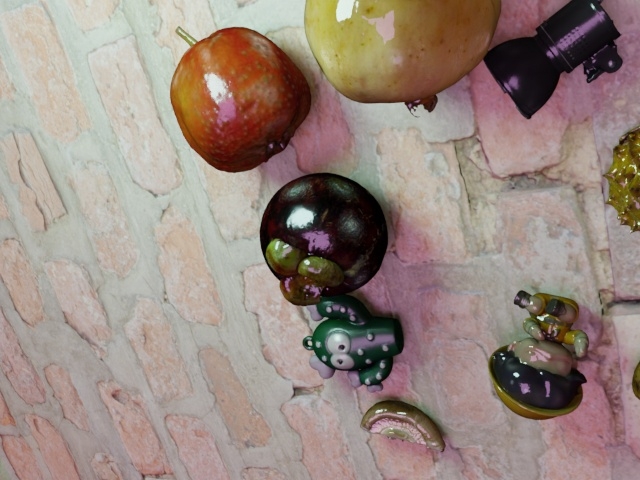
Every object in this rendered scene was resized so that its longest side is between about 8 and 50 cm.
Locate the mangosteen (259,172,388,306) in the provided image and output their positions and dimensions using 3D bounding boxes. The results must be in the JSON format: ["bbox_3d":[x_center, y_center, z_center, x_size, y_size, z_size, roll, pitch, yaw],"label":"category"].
[{"bbox_3d":[0.000,0.000,1.368,0.288,0.288,0.288,10,116,21],"label":"mangosteen"}]

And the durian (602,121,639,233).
[{"bbox_3d":[0.599,-0.096,1.158,0.196,0.185,0.305,2,123,50],"label":"durian"}]

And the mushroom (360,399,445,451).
[{"bbox_3d":[0.203,0.439,1.591,0.210,0.072,0.094,9,117,18],"label":"mushroom"}]

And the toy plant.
[{"bbox_3d":[0.070,0.238,1.541,0.243,0.112,0.232,16,113,12],"label":"toy plant"}]

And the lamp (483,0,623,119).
[{"bbox_3d":[0.415,-0.328,1.126,0.227,0.147,0.172,-35,108,25],"label":"lamp"}]

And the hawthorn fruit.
[{"bbox_3d":[-0.186,-0.308,1.336,0.330,0.287,0.287,51,123,5],"label":"hawthorn fruit"}]

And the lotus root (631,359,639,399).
[{"bbox_3d":[0.676,0.242,1.275,0.108,0.094,0.190,11,109,-5],"label":"lotus root"}]

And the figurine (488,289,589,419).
[{"bbox_3d":[0.449,0.235,1.336,0.192,0.167,0.256,19,95,21],"label":"figurine"}]

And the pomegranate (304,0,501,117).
[{"bbox_3d":[0.137,-0.366,1.121,0.338,0.338,0.338,10,116,21],"label":"pomegranate"}]
